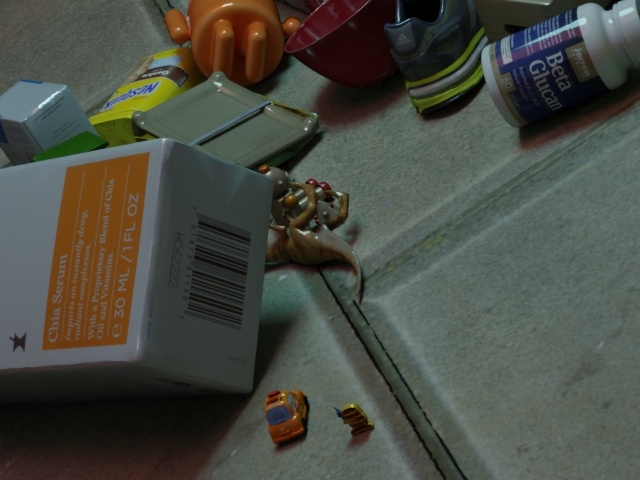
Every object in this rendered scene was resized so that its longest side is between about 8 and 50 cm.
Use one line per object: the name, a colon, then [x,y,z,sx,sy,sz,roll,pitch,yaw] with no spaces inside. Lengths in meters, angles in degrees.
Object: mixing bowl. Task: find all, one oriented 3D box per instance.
mixing bowl: [0.057,-0.250,2.025,0.181,0.098,0.181,-37,17,13]

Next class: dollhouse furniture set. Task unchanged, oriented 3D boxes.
dollhouse furniture set: [-0.165,-0.061,2.018,0.301,0.151,0.197,-31,43,-33]

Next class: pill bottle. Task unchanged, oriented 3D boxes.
pill bottle: [0.260,-0.188,1.729,0.169,0.094,0.094,-22,30,22]

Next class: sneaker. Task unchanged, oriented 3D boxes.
sneaker: [0.157,-0.281,1.959,0.111,0.121,0.300,-15,33,32]

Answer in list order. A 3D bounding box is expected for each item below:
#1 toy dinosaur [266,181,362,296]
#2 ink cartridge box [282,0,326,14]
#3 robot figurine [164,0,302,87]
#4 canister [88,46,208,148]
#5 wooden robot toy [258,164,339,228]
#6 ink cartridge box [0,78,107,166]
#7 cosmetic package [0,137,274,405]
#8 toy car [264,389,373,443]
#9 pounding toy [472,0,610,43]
toy dinosaur: [0.000,0.000,1.765,0.211,0.064,0.112,6,83,50]
ink cartridge box: [-0.041,-0.431,2.330,0.114,0.197,0.273,-37,27,-7]
robot figurine: [-0.113,-0.286,2.255,0.158,0.128,0.219,-32,28,10]
canister: [-0.235,-0.184,2.279,0.126,0.073,0.170,-10,34,38]
wooden robot toy: [-0.043,-0.059,1.865,0.076,0.079,0.173,-44,30,-18]
ink cartridge box: [-0.329,-0.102,2.120,0.082,0.191,0.139,-44,29,-21]
cosmetic package: [-0.273,0.045,1.757,0.453,0.161,0.230,-8,71,41]
toy car: [-0.004,0.149,1.531,0.122,0.040,0.060,-14,33,34]
pounding toy: [0.250,-0.275,1.900,0.141,0.100,0.130,15,54,42]
